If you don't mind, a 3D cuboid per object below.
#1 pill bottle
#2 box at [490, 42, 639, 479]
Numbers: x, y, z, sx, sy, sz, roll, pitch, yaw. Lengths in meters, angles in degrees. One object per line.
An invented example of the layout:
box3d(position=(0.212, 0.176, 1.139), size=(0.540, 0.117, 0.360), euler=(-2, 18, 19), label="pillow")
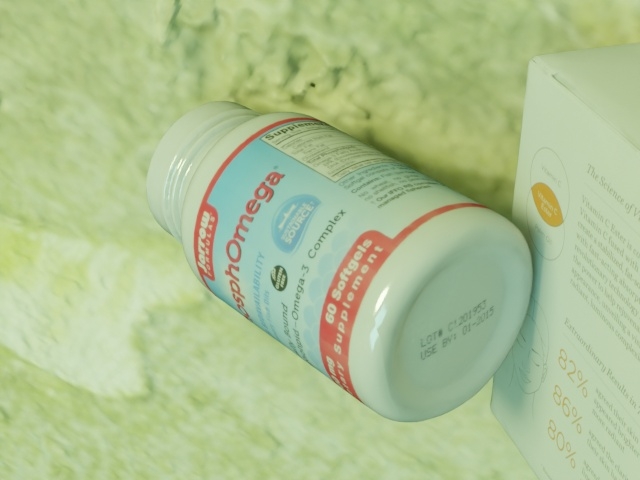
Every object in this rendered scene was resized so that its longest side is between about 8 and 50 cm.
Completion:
box3d(position=(0.000, 0.000, 0.501), size=(0.160, 0.087, 0.087), euler=(31, 134, 41), label="pill bottle")
box3d(position=(0.137, 0.028, 0.459), size=(0.091, 0.130, 0.170), euler=(-9, 124, -16), label="box")
